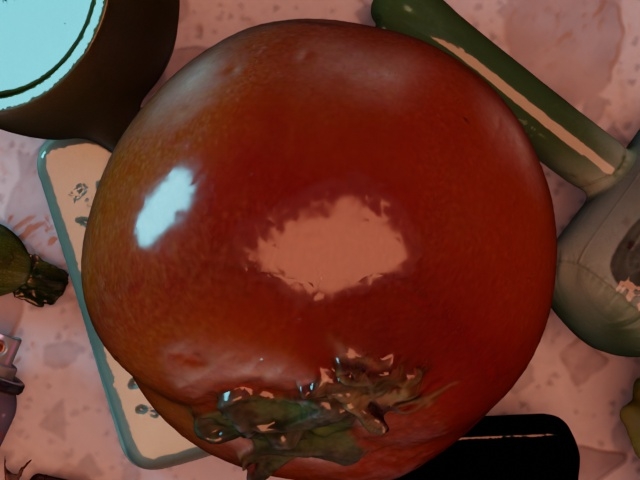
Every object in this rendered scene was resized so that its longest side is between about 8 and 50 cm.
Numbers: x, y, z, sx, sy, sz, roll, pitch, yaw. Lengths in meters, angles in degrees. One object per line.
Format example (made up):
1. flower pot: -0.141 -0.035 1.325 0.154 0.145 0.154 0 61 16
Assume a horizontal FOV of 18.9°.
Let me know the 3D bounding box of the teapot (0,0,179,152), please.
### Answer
1. teapot: -0.189 -0.173 1.381 0.186 0.175 0.267 -27 73 16

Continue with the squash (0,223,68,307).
1. squash: -0.343 -0.002 1.413 0.318 0.080 0.071 5 54 -8

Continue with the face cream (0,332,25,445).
1. face cream: -0.286 0.170 1.426 0.075 0.075 0.229 24 89 -8

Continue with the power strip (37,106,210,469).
1. power strip: -0.089 0.024 1.450 0.194 0.059 0.265 -17 94 -6

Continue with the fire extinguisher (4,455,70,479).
1. fire extinguisher: -0.181 0.204 1.460 0.132 0.039 0.056 14 82 -8

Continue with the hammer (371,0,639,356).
1. hammer: 0.171 -0.077 1.448 0.335 0.119 0.206 39 69 3

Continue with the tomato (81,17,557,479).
1. tomato: 0.000 0.000 1.294 0.321 0.321 0.321 0 93 -7

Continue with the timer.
1. timer: 0.102 0.202 1.460 0.187 0.055 0.144 -2 120 -7

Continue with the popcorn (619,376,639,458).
1. popcorn: 0.344 0.149 1.453 0.204 0.184 0.221 -38 95 -34
